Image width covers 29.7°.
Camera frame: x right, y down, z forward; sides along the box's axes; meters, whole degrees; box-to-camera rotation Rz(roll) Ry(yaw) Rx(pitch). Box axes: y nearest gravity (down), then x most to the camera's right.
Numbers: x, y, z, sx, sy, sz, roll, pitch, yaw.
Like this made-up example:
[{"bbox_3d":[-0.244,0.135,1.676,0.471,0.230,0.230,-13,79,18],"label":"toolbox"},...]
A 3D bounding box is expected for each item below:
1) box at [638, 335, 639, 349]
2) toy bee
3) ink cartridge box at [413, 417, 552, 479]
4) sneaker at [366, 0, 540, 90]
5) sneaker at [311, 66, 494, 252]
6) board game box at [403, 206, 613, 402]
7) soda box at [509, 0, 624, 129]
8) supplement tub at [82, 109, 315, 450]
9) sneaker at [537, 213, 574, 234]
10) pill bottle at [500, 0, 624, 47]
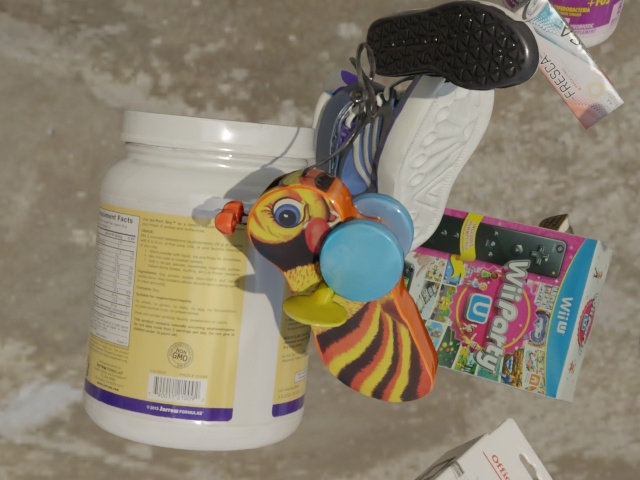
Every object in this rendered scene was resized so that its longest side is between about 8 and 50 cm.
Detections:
[{"bbox_3d":[0.611,0.163,1.869,0.203,0.114,0.103,3,124,-6],"label":"box"},{"bbox_3d":[0.000,0.000,1.049,0.162,0.298,0.195,-9,176,15],"label":"toy bee"},{"bbox_3d":[0.128,0.243,1.049,0.180,0.104,0.060,-29,175,-45],"label":"ink cartridge box"},{"bbox_3d":[0.143,-0.198,1.191,0.097,0.084,0.235,-10,-162,-35],"label":"sneaker"},{"bbox_3d":[0.071,-0.156,1.446,0.130,0.236,0.322,-19,147,-26],"label":"sneaker"},{"bbox_3d":[0.228,0.078,1.688,0.303,0.224,0.097,14,175,27],"label":"board game box"},{"bbox_3d":[0.316,-0.236,1.570,0.063,0.058,0.183,-37,100,18],"label":"soda box"},{"bbox_3d":[-0.122,0.035,1.286,0.241,0.331,0.241,6,-175,-1],"label":"supplement tub"},{"bbox_3d":[0.363,0.029,1.919,0.064,0.086,0.192,-11,-164,35],"label":"sneaker"},{"bbox_3d":[0.342,-0.420,1.608,0.169,0.169,0.301,-2,134,-5],"label":"pill bottle"}]
